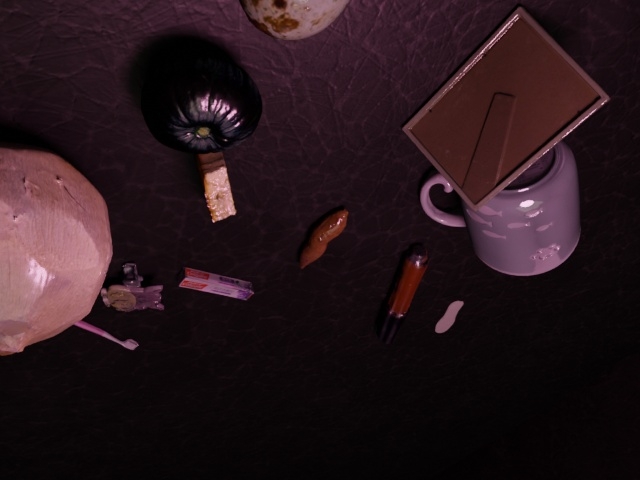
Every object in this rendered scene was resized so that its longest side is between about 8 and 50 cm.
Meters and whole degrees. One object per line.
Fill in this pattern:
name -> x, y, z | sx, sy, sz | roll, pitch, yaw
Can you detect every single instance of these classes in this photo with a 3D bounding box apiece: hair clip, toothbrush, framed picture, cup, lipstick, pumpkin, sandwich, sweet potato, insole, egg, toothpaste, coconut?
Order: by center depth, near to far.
egg -> -0.023, -0.396, 0.814 | 0.169, 0.169, 0.231 | 21, 120, -39
pumpkin -> -0.201, -0.232, 0.977 | 0.202, 0.140, 0.202 | -5, 155, -3
coconut -> -0.542, 0.021, 0.982 | 0.347, 0.360, 0.346 | -12, 143, -9
framed picture -> 0.341, -0.243, 1.109 | 0.324, 0.240, 0.020 | -46, 167, 31
sandwich -> -0.203, -0.094, 1.126 | 0.058, 0.162, 0.192 | -13, 143, -10
cup -> 0.398, -0.103, 1.308 | 0.357, 0.259, 0.274 | 4, 149, 26
hair clip -> -0.455, 0.126, 1.394 | 0.146, 0.056, 0.187 | 2, 142, -12
sweet potato -> -0.003, -0.001, 1.406 | 0.065, 0.051, 0.218 | 12, 134, -35
toothpaste -> -0.265, 0.113, 1.460 | 0.197, 0.040, 0.047 | 17, 129, -35
toothbrush -> -0.587, 0.234, 1.505 | 0.025, 0.020, 0.286 | -36, 140, 11
lipstick -> 0.238, 0.165, 1.684 | 0.077, 0.077, 0.418 | -5, 139, -15
insole -> 0.429, 0.258, 1.928 | 0.065, 0.004, 0.197 | -5, 141, -14
